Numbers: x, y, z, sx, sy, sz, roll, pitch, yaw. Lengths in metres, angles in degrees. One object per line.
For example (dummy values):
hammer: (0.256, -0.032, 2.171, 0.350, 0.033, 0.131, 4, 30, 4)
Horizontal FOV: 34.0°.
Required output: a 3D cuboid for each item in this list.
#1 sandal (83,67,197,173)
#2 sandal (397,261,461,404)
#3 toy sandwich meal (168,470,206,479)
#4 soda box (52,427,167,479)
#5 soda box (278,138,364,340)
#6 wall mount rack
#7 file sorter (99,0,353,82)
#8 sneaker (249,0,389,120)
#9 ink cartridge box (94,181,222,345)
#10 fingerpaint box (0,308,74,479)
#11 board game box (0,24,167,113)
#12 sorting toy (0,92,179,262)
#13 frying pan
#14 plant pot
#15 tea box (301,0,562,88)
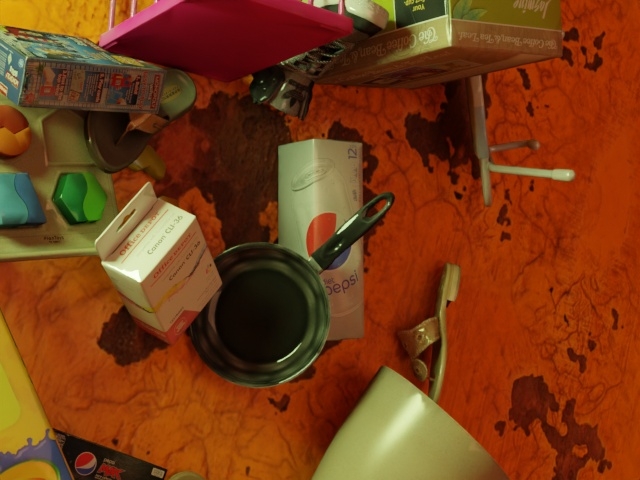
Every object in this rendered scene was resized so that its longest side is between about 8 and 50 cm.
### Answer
sandal: (-0.223, -0.166, 1.352, 0.219, 0.060, 0.090, -42, 106, -45)
sandal: (0.161, 0.144, 1.653, 0.079, 0.088, 0.240, 14, 71, -3)
toy sandwich meal: (-0.184, 0.354, 1.410, 0.085, 0.029, 0.086, 9, 73, -30)
soda box: (-0.282, 0.285, 1.321, 0.169, 0.060, 0.053, 29, 73, -32)
soda box: (0.000, 0.000, 1.514, 0.091, 0.098, 0.287, 1, 88, -35)
wall mount rack: (0.297, -0.218, 1.613, 0.130, 0.304, 0.350, -8, 104, 5)
file sorter: (-0.121, -0.337, 1.325, 0.202, 0.290, 0.182, 9, 80, -35)
sneaker: (-0.010, -0.244, 1.416, 0.101, 0.268, 0.153, 21, 81, -31)
ink cartridge box: (-0.201, 0.031, 1.323, 0.115, 0.067, 0.198, -54, 153, -24)
fingerpaint box: (-0.523, 0.205, 1.057, 0.444, 0.163, 0.371, -26, 103, -24)
board game box: (-0.297, -0.203, 1.262, 0.194, 0.194, 0.060, 4, 110, -36)
sorting toy: (-0.303, -0.092, 1.291, 0.307, 0.041, 0.229, -5, 77, -48)
frying pan: (-0.054, 0.044, 1.434, 0.197, 0.053, 0.326, 26, 85, 7)
plant pot: (0.088, 0.365, 1.495, 0.274, 0.256, 0.256, -45, 114, -9)
tea box: (0.146, -0.397, 1.492, 0.219, 0.329, 0.324, -2, 91, -35)
